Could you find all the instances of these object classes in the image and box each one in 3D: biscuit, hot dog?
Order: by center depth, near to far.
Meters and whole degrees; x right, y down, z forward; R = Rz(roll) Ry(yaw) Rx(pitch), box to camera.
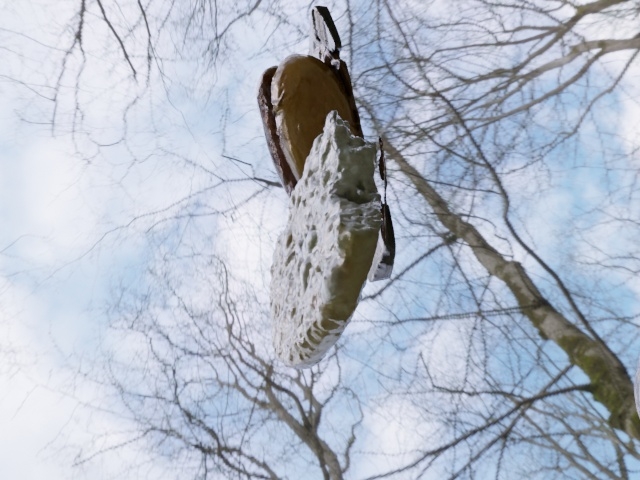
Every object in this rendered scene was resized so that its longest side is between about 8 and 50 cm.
[{"bbox_3d":[0.000,0.000,0.543,0.040,0.265,0.188,14,-90,-12],"label":"biscuit"},{"bbox_3d":[-0.005,-0.108,0.901,0.107,0.194,0.326,-15,-109,-11],"label":"hot dog"}]

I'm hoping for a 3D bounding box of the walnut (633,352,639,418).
[{"bbox_3d":[0.413,0.165,0.802,0.140,0.140,0.162,17,-101,-11],"label":"walnut"}]
